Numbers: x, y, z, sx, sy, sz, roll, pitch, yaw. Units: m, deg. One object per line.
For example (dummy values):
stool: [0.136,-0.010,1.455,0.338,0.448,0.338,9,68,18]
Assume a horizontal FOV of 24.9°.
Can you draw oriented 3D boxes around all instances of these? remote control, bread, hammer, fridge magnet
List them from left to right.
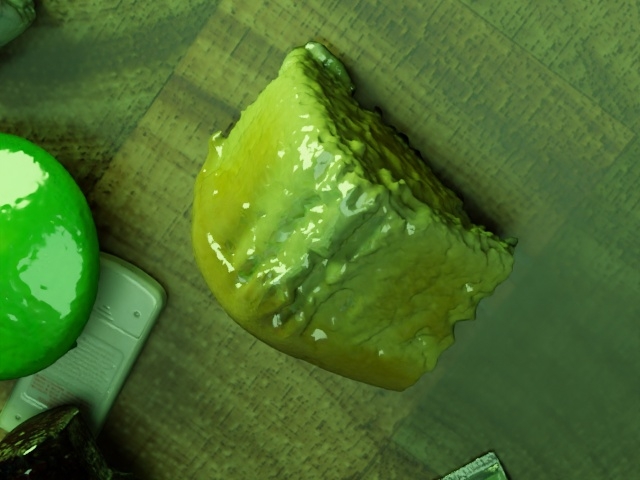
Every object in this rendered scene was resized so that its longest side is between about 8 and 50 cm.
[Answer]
hammer: [-0.322,0.313,1.291,0.409,0.095,0.242,-22,109,19]
fridge magnet: [-0.271,0.013,1.206,0.208,0.088,0.208,3,96,24]
remote control: [-0.206,0.101,1.260,0.088,0.029,0.190,28,106,1]
bread: [0.000,0.000,1.138,0.262,0.163,0.204,44,118,12]

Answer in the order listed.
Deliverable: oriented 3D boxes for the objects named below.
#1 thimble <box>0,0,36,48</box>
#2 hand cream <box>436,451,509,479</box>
thimble: [-0.315,-0.203,1.153,0.118,0.127,0.151,-34,91,14]
hand cream: [0.168,0.301,1.239,0.086,0.055,0.235,-30,90,12]
